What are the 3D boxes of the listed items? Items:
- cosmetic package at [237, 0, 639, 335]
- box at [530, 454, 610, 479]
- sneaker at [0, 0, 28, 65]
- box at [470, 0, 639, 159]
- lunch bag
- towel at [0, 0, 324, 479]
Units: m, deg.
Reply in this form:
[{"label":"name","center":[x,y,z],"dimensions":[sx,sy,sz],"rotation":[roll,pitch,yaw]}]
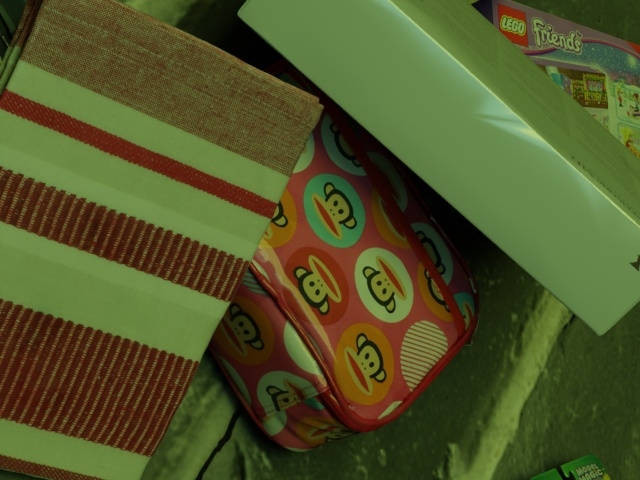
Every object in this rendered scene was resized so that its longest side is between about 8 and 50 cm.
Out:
[{"label":"cosmetic package","center":[0.119,-0.119,1.210],"dimensions":[0.377,0.097,0.284],"rotation":[41,16,-7]},{"label":"box","center":[0.241,0.296,1.348],"dimensions":[0.105,0.043,0.179],"rotation":[-11,85,-41]},{"label":"sneaker","center":[-0.227,-0.072,1.052],"dimensions":[0.163,0.086,0.226],"rotation":[-19,100,-51]},{"label":"box","center":[0.266,-0.118,1.494],"dimensions":[0.293,0.057,0.200],"rotation":[11,70,-37]},{"label":"lunch bag","center":[0.000,0.000,1.201],"dimensions":[0.258,0.120,0.293],"rotation":[-40,100,-45]},{"label":"towel","center":[-0.157,0.008,1.003],"dimensions":[0.237,0.037,0.329],"rotation":[22,96,-37]}]
